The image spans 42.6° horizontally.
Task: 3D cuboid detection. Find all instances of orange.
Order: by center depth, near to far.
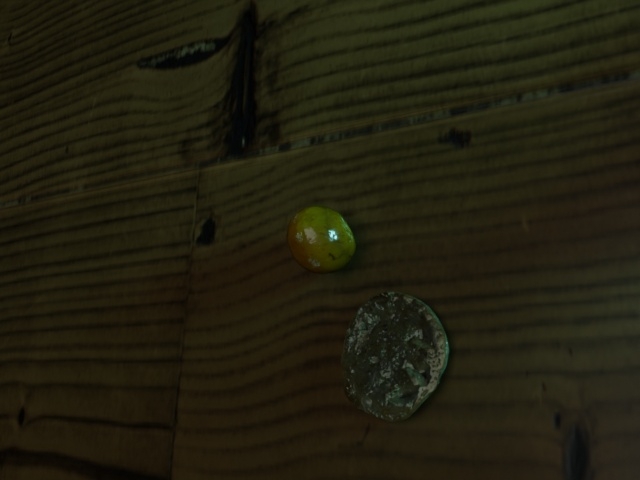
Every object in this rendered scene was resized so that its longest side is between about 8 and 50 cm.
[{"bbox_3d":[0.000,0.000,0.927,0.070,0.083,0.083,-28,60,13],"label":"orange"}]

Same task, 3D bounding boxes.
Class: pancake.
[{"bbox_3d":[0.076,0.123,0.873,0.139,0.022,0.139,-12,68,33],"label":"pancake"}]
